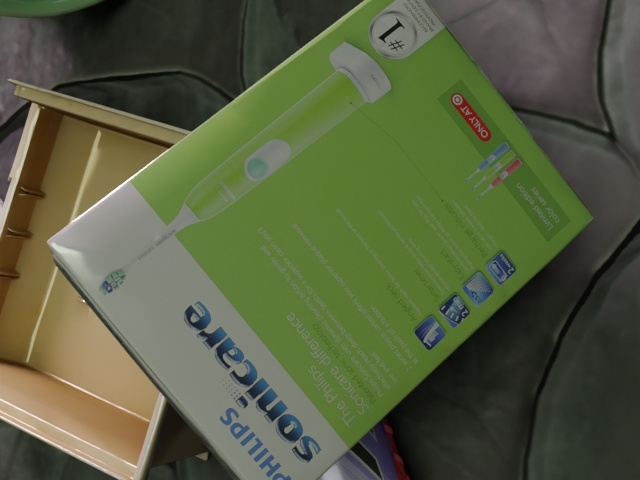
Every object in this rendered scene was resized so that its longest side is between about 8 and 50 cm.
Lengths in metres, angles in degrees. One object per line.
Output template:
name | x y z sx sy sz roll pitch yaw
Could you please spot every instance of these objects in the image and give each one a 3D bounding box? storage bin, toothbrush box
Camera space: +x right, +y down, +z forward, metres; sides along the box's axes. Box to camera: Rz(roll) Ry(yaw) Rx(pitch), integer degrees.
storage bin | -0.185 0.025 0.747 0.260 0.123 0.262 19 92 22
toothbrush box | 0.000 0.000 0.584 0.283 0.122 0.206 -41 94 -17

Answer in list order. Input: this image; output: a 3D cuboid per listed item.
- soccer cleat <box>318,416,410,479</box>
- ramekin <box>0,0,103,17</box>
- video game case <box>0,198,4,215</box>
soccer cleat | 0.022 0.184 0.671 0.116 0.108 0.318 -1 77 -4
ramekin | -0.245 -0.354 0.726 0.303 0.303 0.148 -49 63 10
video game case | -0.379 0.004 0.884 0.157 0.019 0.143 -48 70 12
